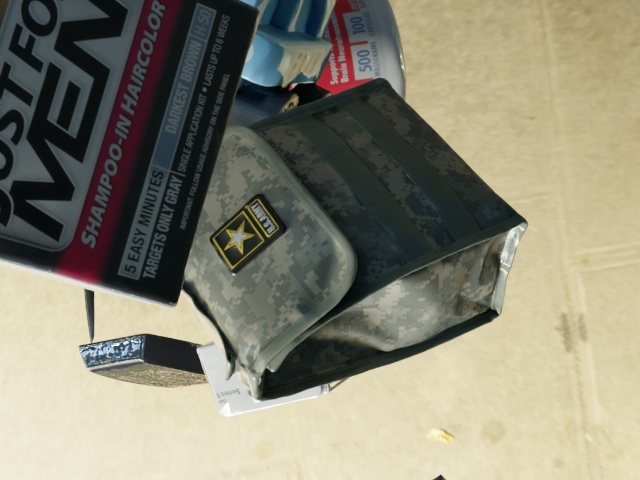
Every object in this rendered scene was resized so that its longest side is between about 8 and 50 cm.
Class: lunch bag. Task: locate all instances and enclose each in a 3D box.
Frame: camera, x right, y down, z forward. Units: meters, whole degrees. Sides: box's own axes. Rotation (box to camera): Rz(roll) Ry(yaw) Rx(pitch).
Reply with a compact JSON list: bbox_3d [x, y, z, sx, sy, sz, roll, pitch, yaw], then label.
[{"bbox_3d":[0.000,0.000,1.003,0.287,0.235,0.168,-22,142,-23],"label":"lunch bag"}]

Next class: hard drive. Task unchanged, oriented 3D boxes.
[{"bbox_3d":[-0.264,0.208,1.821,0.172,0.255,0.054,-12,70,32],"label":"hard drive"}]

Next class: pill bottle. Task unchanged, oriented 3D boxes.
[{"bbox_3d":[-0.092,-0.248,1.632,0.408,0.229,0.228,-11,97,-8],"label":"pill bottle"}]

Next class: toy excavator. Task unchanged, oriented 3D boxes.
[{"bbox_3d":[-0.077,-0.308,1.149,0.222,0.433,0.445,26,105,9],"label":"toy excavator"}]

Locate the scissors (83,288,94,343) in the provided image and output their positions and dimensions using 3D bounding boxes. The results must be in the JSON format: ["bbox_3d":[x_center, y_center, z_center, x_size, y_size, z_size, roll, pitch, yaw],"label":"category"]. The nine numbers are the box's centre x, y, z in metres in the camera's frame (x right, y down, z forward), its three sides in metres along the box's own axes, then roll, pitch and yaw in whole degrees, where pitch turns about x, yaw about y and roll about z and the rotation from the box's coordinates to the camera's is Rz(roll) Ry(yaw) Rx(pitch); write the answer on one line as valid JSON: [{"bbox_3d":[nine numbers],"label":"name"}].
[{"bbox_3d":[-0.423,0.031,1.919,0.109,0.021,0.297,9,81,4],"label":"scissors"}]

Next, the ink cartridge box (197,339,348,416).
[{"bbox_3d":[-0.022,0.154,1.625,0.198,0.273,0.114,-18,93,31],"label":"ink cartridge box"}]

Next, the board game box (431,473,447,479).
[{"bbox_3d":[0.236,0.506,1.725,0.042,0.243,0.165,-37,107,14],"label":"board game box"}]

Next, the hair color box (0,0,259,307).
[{"bbox_3d":[-0.239,-0.101,0.581,0.375,0.114,0.185,18,83,-26],"label":"hair color box"}]
